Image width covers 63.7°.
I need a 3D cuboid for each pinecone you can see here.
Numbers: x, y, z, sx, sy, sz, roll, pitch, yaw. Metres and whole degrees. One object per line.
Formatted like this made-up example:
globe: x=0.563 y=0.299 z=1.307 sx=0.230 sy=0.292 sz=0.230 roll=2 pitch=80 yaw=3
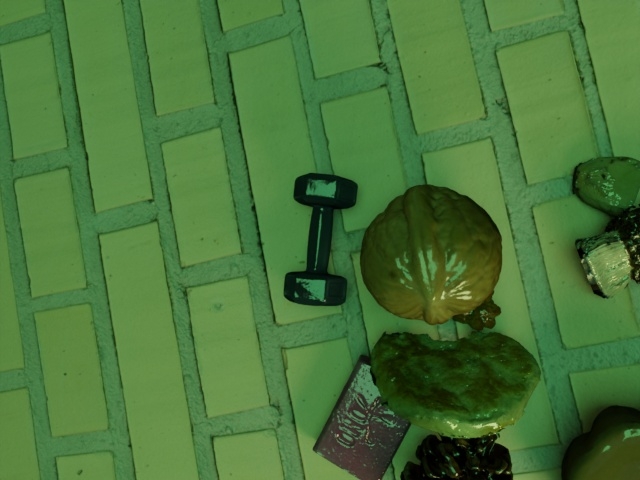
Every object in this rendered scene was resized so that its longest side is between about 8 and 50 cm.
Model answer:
pinecone: x=0.300 y=0.519 z=1.116 sx=0.244 sy=0.244 sz=0.309 roll=18 pitch=112 yaw=10

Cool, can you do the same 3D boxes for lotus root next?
lotus root: x=0.656 y=-0.131 z=1.177 sx=0.144 sy=0.070 sz=0.143 roll=13 pitch=89 yaw=10

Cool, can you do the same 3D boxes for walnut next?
walnut: x=0.236 y=0.034 z=1.118 sx=0.332 sy=0.333 sz=0.333 roll=0 pitch=87 yaw=10

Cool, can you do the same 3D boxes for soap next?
soap: x=0.116 y=0.432 z=1.239 sx=0.181 sy=0.081 sz=0.259 roll=29 pitch=93 yaw=10

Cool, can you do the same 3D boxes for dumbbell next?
dumbbell: x=-0.001 y=0.000 z=1.248 sx=0.156 sy=0.143 sz=0.316 roll=6 pitch=88 yaw=10

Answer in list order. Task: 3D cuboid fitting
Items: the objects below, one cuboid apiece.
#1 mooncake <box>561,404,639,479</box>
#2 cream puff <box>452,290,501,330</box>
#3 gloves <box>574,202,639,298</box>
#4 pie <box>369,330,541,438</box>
mooncake: x=0.690 y=0.522 z=1.044 sx=0.378 sy=0.200 sz=0.379 roll=2 pitch=94 yaw=25
cream puff: x=0.361 y=0.155 z=1.204 sx=0.116 sy=0.094 sz=0.122 roll=-26 pitch=88 yaw=10
gloves: x=0.723 y=0.013 z=1.121 sx=0.312 sy=0.135 sz=0.210 roll=-33 pitch=97 yaw=8
pie: x=0.290 y=0.298 z=1.124 sx=0.371 sy=0.296 sz=0.078 roll=2 pitch=120 yaw=10
